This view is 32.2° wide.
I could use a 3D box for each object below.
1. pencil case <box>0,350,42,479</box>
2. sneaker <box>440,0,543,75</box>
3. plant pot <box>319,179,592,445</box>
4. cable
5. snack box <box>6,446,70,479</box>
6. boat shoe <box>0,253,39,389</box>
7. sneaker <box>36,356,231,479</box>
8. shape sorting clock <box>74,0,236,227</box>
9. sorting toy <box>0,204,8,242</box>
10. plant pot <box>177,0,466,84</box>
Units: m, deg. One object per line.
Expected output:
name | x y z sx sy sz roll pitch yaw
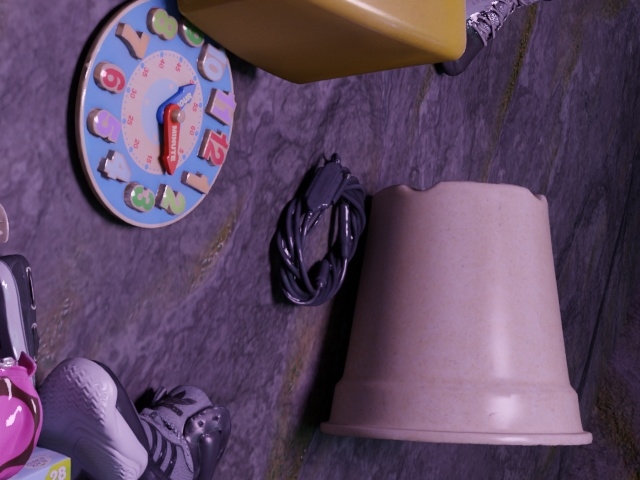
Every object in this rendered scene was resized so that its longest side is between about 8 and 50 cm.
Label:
pencil case | -0.284 0.114 0.744 0.098 0.095 0.209 -55 154 10
sneaker | 0.251 -0.326 1.533 0.086 0.132 0.229 49 56 -56
plant pot | 0.171 0.092 1.388 0.334 0.333 0.306 17 74 -62
cable | 0.000 0.000 1.290 0.151 0.047 0.185 69 38 -53
snack box | -0.274 0.279 0.845 0.174 0.070 0.207 -18 114 -58
boat shoe | -0.238 0.079 0.863 0.040 0.049 0.142 -29 123 -56
sneaker | -0.161 0.167 0.989 0.153 0.101 0.269 -54 149 -39
shape sorting clock | -0.139 -0.113 0.983 0.206 0.040 0.206 -31 127 -55
sorting toy | -0.264 -0.035 0.781 0.083 0.044 0.075 -1 94 -61
plant pot | -0.012 -0.264 0.981 0.187 0.212 0.212 0 89 -48
